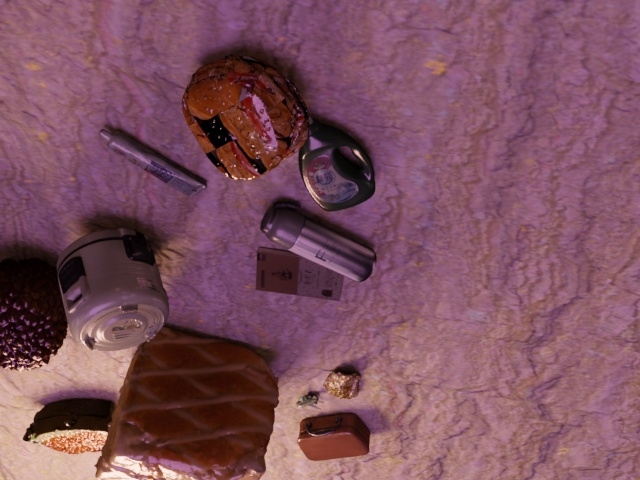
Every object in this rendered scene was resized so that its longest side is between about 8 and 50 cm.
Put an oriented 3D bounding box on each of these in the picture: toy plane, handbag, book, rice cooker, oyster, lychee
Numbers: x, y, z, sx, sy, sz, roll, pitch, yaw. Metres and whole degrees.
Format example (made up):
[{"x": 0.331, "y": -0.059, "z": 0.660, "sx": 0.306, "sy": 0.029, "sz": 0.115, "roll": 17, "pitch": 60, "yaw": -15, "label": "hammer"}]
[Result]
[{"x": -0.034, "y": 0.436, "z": 2.095, "sx": 0.083, "sy": 0.033, "sz": 0.080, "roll": -18, "pitch": 132, "yaw": 34, "label": "toy plane"}, {"x": 0.036, "y": 0.557, "z": 2.183, "sx": 0.193, "sy": 0.072, "sz": 0.151, "roll": -10, "pitch": 134, "yaw": 19, "label": "handbag"}, {"x": -0.046, "y": 0.078, "z": 1.734, "sx": 0.198, "sy": 0.016, "sz": 0.139, "roll": 7, "pitch": 136, "yaw": 1, "label": "book"}, {"x": -0.447, "y": 0.098, "z": 1.652, "sx": 0.225, "sy": 0.244, "sz": 0.226, "roll": -15, "pitch": 145, "yaw": -11, "label": "rice cooker"}, {"x": 0.065, "y": 0.379, "z": 2.024, "sx": 0.146, "sy": 0.045, "sz": 0.121, "roll": -30, "pitch": 139, "yaw": 33, "label": "oyster"}, {"x": -0.685, "y": 0.163, "z": 1.754, "sx": 0.235, "sy": 0.271, "sz": 0.236, "roll": -24, "pitch": 167, "yaw": -6, "label": "lychee"}]

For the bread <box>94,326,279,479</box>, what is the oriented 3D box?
[{"x": -0.323, "y": 0.446, "z": 1.902, "sx": 0.389, "sy": 0.371, "sz": 0.279, "roll": 16, "pitch": 135, "yaw": -7, "label": "bread"}]

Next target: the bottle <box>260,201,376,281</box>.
[{"x": 0.000, "y": 0.000, "z": 1.606, "sx": 0.253, "sy": 0.079, "sz": 0.096, "roll": 25, "pitch": 96, "yaw": -18, "label": "bottle"}]

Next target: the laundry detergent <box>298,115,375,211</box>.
[{"x": 0.020, "y": -0.154, "z": 1.453, "sx": 0.137, "sy": 0.063, "sz": 0.211, "roll": -13, "pitch": 131, "yaw": 17, "label": "laundry detergent"}]

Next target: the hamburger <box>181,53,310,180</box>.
[{"x": -0.132, "y": -0.217, "z": 1.355, "sx": 0.230, "sy": 0.107, "sz": 0.231, "roll": 17, "pitch": 135, "yaw": 18, "label": "hamburger"}]

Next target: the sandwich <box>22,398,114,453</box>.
[{"x": -0.694, "y": 0.549, "z": 2.257, "sx": 0.292, "sy": 0.109, "sz": 0.212, "roll": -21, "pitch": 136, "yaw": 30, "label": "sandwich"}]

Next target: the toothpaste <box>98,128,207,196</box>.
[{"x": -0.334, "y": -0.153, "z": 1.522, "sx": 0.233, "sy": 0.038, "sz": 0.060, "roll": 32, "pitch": 135, "yaw": -27, "label": "toothpaste"}]
